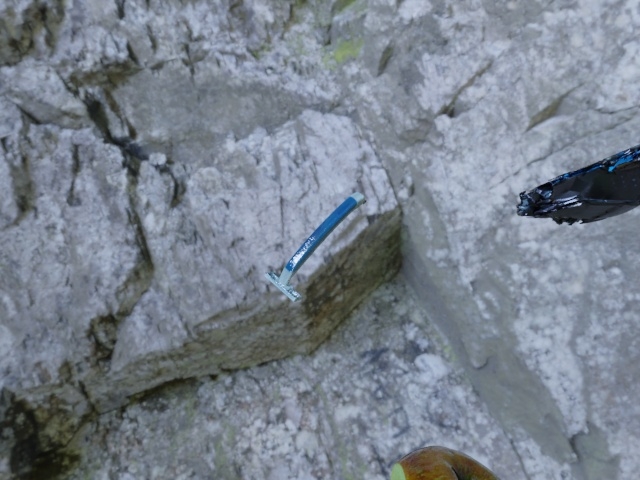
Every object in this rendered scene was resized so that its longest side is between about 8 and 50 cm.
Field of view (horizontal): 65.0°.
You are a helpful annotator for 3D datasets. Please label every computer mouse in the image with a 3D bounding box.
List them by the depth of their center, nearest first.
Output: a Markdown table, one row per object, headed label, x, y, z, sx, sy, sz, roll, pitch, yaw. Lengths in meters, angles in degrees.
| label | x | y | z | sx | sy | sz | roll | pitch | yaw |
| --- | --- | --- | --- | --- | --- | --- | --- | --- | --- |
| computer mouse | 0.360 | -0.065 | 0.646 | 0.077 | 0.242 | 0.146 | 68 | 162 | 5 |

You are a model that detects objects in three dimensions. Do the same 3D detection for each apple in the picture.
| label | x | y | z | sx | sy | sz | roll | pitch | yaw |
| --- | --- | --- | --- | --- | --- | --- | --- | --- | --- |
| apple | 0.146 | 0.331 | 0.574 | 0.147 | 0.163 | 0.146 | -64 | -5 | 13 |

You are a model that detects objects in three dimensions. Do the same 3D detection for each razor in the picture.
| label | x | y | z | sx | sy | sz | roll | pitch | yaw |
| --- | --- | --- | --- | --- | --- | --- | --- | --- | --- |
| razor | -0.001 | -0.001 | 0.751 | 0.068 | 0.191 | 0.037 | 39 | 175 | 27 |
